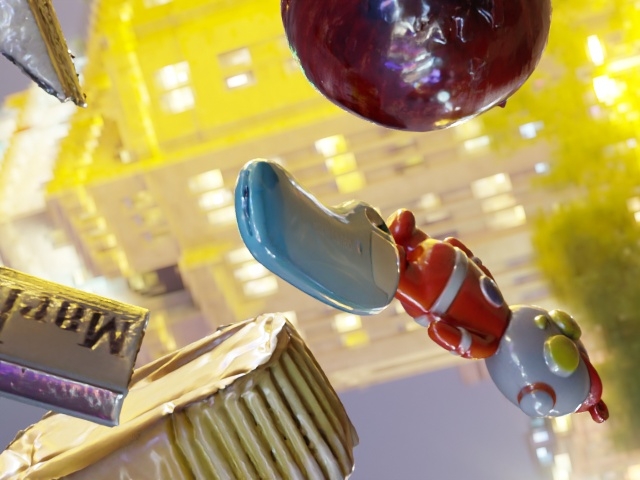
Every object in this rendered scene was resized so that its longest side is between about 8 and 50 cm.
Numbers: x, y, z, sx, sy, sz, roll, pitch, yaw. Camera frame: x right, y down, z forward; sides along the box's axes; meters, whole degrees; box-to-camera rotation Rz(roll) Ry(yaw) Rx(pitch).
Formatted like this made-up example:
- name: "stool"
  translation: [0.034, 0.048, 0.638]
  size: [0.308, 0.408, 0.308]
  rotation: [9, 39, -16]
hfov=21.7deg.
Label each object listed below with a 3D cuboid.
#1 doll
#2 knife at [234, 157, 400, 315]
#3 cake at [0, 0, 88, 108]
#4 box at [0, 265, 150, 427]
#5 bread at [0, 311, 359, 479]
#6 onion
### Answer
- name: "doll"
  translation: [0.144, 0.073, 1.355]
  size: [0.245, 0.076, 0.142]
  rotation: [36, -147, -10]
- name: "knife"
  translation: [0.000, 0.000, 0.834]
  size: [0.222, 0.031, 0.064]
  rotation: [27, -121, -69]
- name: "cake"
  translation: [-0.267, -0.185, 1.246]
  size: [0.086, 0.116, 0.220]
  rotation: [-29, -80, -85]
- name: "box"
  translation: [-0.196, 0.053, 1.005]
  size: [0.115, 0.177, 0.036]
  rotation: [-83, 10, -66]
- name: "bread"
  translation: [-0.113, 0.187, 1.304]
  size: [0.156, 0.288, 0.204]
  rotation: [62, -174, -11]
- name: "onion"
  translation: [0.046, -0.109, 0.783]
  size: [0.131, 0.131, 0.131]
  rotation: [-15, -90, -74]
